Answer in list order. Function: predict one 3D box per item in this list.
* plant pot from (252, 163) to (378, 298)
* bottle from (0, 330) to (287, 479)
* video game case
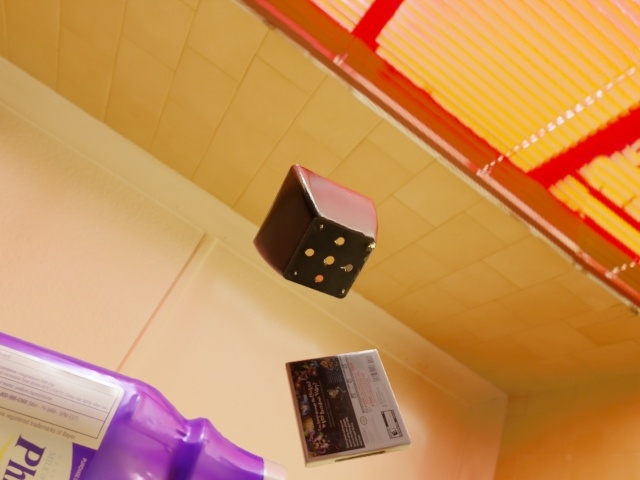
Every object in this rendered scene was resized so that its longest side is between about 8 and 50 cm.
[{"bbox_3d":[0.000,0.000,0.935,0.187,0.188,0.167,22,-160,-20],"label":"plant pot"},{"bbox_3d":[-0.164,0.149,0.354,0.282,0.118,0.092,24,-156,-11],"label":"bottle"},{"bbox_3d":[0.040,0.274,0.851,0.173,0.022,0.190,-5,-139,-12],"label":"video game case"}]
